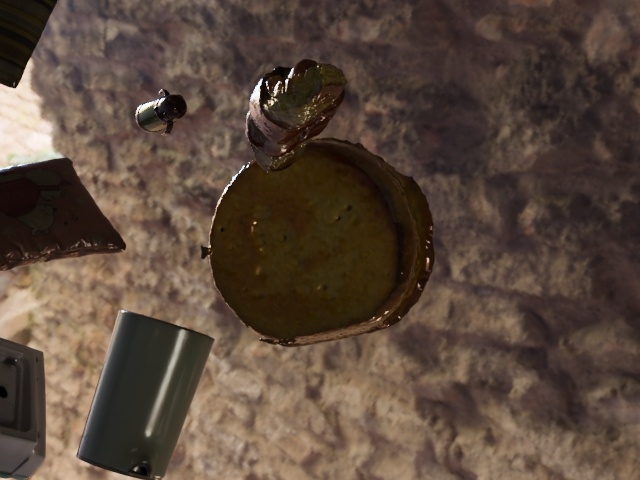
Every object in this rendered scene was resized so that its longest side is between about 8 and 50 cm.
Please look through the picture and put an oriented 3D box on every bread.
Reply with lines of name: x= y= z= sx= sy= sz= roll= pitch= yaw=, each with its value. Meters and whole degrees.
bread: x=0.000 y=0.000 z=1.482 sx=0.398 sy=0.398 sz=0.215 roll=35 pitch=7 yaw=6

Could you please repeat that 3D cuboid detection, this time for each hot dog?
hot dog: x=-0.040 y=-0.176 z=1.120 sx=0.093 sy=0.123 sz=0.261 roll=58 pitch=-29 yaw=8

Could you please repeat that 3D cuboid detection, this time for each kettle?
kettle: x=-0.182 y=0.149 z=0.842 sx=0.126 sy=0.148 sz=0.098 roll=11 pitch=-11 yaw=29

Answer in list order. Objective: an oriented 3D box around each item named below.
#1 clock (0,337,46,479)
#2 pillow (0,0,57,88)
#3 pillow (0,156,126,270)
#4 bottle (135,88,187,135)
clock: x=-0.548 y=0.231 z=1.340 sx=0.116 sy=0.231 sz=0.262 roll=-38 pitch=-46 yaw=26
pillow: x=-0.240 y=-0.216 z=0.646 sx=0.113 sy=0.204 sz=0.038 roll=17 pitch=-19 yaw=0
pillow: x=-0.438 y=-0.040 z=1.277 sx=0.223 sy=0.236 sz=0.084 roll=50 pitch=-45 yaw=34
bottle: x=-0.225 y=-0.184 z=1.242 sx=0.101 sy=0.047 sz=0.063 roll=-7 pitch=-65 yaw=53
